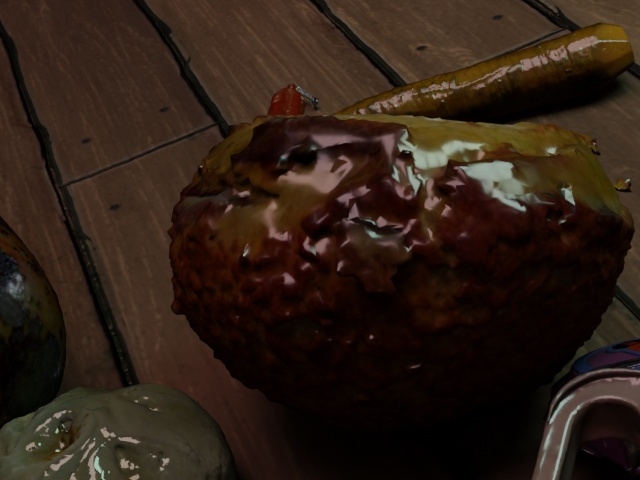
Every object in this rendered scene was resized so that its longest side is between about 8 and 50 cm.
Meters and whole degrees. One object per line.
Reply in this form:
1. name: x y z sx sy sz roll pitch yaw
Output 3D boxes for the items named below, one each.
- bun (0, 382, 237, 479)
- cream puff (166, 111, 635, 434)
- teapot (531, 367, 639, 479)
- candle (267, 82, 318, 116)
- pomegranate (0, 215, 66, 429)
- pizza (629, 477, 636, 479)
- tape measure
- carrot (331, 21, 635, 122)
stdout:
1. bun: -0.156 0.172 0.909 0.195 0.118 0.195 -11 31 7
2. cream puff: 0.051 0.020 0.918 0.350 0.229 0.350 2 3 0
3. teapot: 0.241 0.167 0.614 0.300 0.253 0.344 4 37 20
4. candle: -0.032 -0.126 1.338 0.048 0.053 0.162 -5 33 9
5. pomegranate: -0.352 0.035 0.989 0.284 0.341 0.285 -13 30 8
6. pizza: 0.180 0.213 0.754 0.193 0.053 0.201 -29 41 -17
7. tape measure: 0.214 0.107 0.848 0.125 0.074 0.118 -13 6 -15
8. carrot: 0.148 -0.143 1.269 0.314 0.066 0.066 -16 34 6
